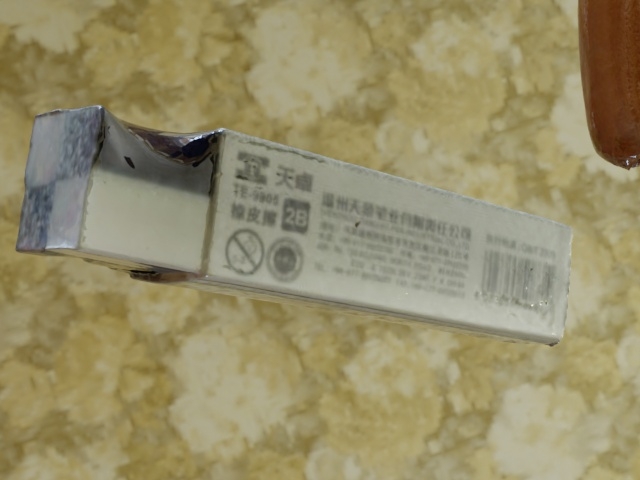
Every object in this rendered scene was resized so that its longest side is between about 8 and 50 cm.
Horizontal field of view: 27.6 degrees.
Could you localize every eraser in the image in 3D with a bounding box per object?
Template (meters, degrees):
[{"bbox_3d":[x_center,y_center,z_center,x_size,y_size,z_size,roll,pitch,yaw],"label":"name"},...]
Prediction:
[{"bbox_3d":[0.000,0.000,0.893,0.096,0.404,0.098,-2,-102,54],"label":"eraser"}]

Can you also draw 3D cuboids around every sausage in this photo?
[{"bbox_3d":[0.262,-0.159,1.129,0.076,0.076,0.198,164,-77,-76],"label":"sausage"}]
